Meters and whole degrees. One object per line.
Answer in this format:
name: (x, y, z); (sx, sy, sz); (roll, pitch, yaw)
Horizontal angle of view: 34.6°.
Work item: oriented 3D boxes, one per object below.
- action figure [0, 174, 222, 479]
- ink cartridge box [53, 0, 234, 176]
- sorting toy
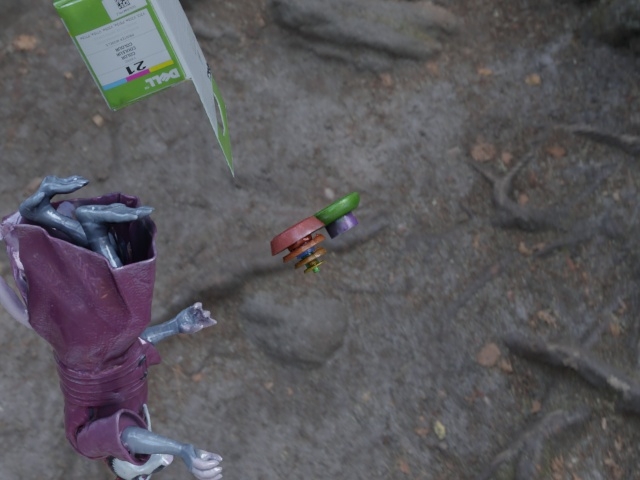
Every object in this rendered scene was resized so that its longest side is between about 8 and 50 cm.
action figure: (-0.246, 0.131, 1.107); (0.276, 0.370, 0.248); (-3, 22, -7)
ink cartridge box: (-0.188, -0.199, 1.142); (0.097, 0.255, 0.189); (-21, 34, 4)
sorting toy: (0.000, 0.000, 0.835); (0.102, 0.042, 0.061); (-31, 0, -44)
